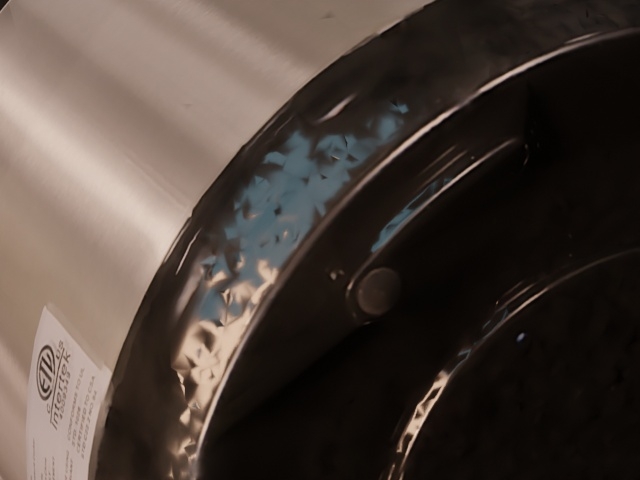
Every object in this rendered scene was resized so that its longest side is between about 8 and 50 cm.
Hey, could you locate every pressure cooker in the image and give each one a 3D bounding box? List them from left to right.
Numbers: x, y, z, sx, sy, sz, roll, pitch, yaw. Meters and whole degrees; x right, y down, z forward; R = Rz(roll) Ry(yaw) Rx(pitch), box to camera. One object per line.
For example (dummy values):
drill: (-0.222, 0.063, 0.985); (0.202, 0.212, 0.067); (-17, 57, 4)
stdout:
pressure cooker: (0.013, 0.011, 0.752); (0.370, 0.375, 0.420); (-52, 34, -2)
